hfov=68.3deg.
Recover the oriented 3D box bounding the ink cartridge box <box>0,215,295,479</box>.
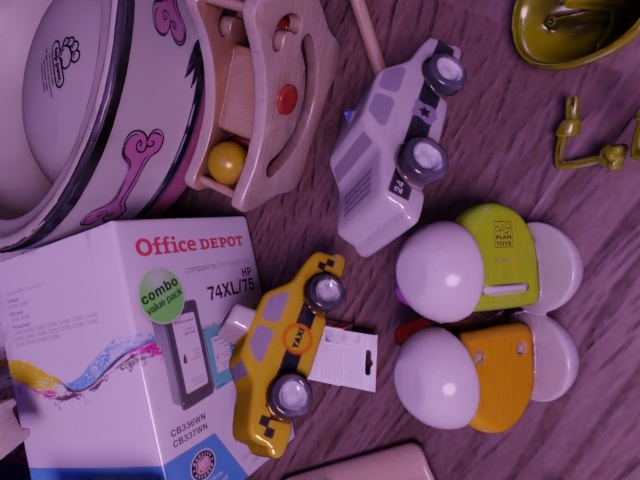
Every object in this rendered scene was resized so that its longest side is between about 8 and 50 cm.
[{"bbox_3d":[-0.184,0.125,0.515,0.197,0.198,0.269,-15,87,28],"label":"ink cartridge box"}]

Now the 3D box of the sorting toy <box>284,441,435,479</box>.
[{"bbox_3d":[0.066,0.335,0.495,0.193,0.038,0.208,-29,76,26],"label":"sorting toy"}]

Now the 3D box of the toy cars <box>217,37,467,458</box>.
[{"bbox_3d":[0.000,0.000,0.407,0.087,0.176,0.393,26,102,-11],"label":"toy cars"}]

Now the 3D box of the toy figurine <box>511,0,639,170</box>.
[{"bbox_3d":[0.330,-0.169,0.276,0.191,0.217,0.362,69,161,-8],"label":"toy figurine"}]

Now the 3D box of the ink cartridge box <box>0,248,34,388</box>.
[{"bbox_3d":[-0.443,0.099,0.661,0.233,0.171,0.168,-33,78,25],"label":"ink cartridge box"}]

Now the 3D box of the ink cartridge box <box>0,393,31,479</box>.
[{"bbox_3d":[-0.452,0.439,0.639,0.324,0.072,0.329,-142,63,-66],"label":"ink cartridge box"}]

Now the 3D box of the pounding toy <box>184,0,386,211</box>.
[{"bbox_3d":[-0.028,-0.152,0.441,0.155,0.154,0.269,25,105,24],"label":"pounding toy"}]

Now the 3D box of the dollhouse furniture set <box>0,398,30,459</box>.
[{"bbox_3d":[-0.245,0.275,0.334,0.304,0.198,0.286,-12,100,27],"label":"dollhouse furniture set"}]

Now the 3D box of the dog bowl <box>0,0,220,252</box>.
[{"bbox_3d":[-0.278,-0.185,0.541,0.408,0.150,0.407,-3,85,35],"label":"dog bowl"}]

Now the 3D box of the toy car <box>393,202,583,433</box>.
[{"bbox_3d":[0.121,0.059,0.401,0.136,0.159,0.181,9,100,63],"label":"toy car"}]

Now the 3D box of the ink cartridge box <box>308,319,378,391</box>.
[{"bbox_3d":[0.011,0.120,0.509,0.115,0.029,0.062,4,94,26],"label":"ink cartridge box"}]
